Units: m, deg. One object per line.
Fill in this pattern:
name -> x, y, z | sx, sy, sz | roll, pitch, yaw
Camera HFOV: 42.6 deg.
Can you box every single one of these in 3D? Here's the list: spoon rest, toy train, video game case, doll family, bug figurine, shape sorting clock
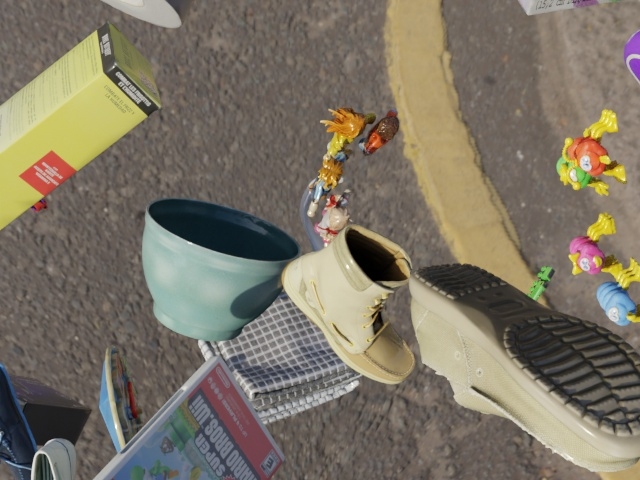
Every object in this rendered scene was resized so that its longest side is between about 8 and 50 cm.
spoon rest -> 0.000, 0.000, 1.660 | 0.084, 0.137, 0.277 | -1, 107, -10
toy train -> 0.364, 0.079, 1.372 | 0.017, 0.023, 0.083 | 40, 76, -27
video game case -> -0.177, 0.327, 1.146 | 0.285, 0.025, 0.204 | -46, 113, -44
doll family -> 0.029, -0.124, 1.339 | 0.118, 0.163, 0.263 | 28, 83, -5
bug figurine -> 0.351, -0.026, 1.053 | 0.072, 0.216, 0.279 | -13, 101, 9
shape sorting clock -> -0.280, 0.253, 1.199 | 0.040, 0.206, 0.206 | -18, 67, -6

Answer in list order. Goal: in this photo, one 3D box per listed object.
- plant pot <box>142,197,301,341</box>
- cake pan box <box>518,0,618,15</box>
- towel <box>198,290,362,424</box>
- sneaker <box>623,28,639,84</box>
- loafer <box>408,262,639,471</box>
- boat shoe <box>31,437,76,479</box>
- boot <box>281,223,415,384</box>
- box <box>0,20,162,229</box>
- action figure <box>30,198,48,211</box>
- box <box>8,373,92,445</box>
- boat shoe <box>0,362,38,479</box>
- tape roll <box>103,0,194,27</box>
plant pot -> -0.204, 0.064, 1.531 | 0.293, 0.293, 0.196 | 21, 106, 7
cake pan box -> 0.297, -0.318, 0.683 | 0.266, 0.246, 0.070 | -10, 54, -11
towel -> -0.079, 0.226, 1.672 | 0.283, 0.121, 0.235 | -14, 54, -27
sneaker -> 0.386, -0.088, 0.811 | 0.146, 0.102, 0.293 | -39, 69, -1
loafer -> 0.160, 0.102, 0.651 | 0.101, 0.092, 0.268 | -10, 25, -20
boat shoe -> -0.442, 0.441, 1.336 | 0.083, 0.076, 0.226 | -7, 88, 15
boot -> 0.083, 0.100, 1.229 | 0.262, 0.203, 0.095 | 47, 54, -6
box -> -0.243, -0.079, 0.684 | 0.232, 0.058, 0.087 | -35, 41, 8
action figure -> -0.615, -0.089, 1.740 | 0.038, 0.115, 0.030 | -44, 62, 1
box -> -0.664, 0.374, 1.828 | 0.184, 0.261, 0.103 | 25, 83, 20
boat shoe -> -0.586, 0.342, 1.484 | 0.089, 0.109, 0.258 | -24, 93, -39
tape roll -> -0.254, -0.350, 1.013 | 0.219, 0.219, 0.072 | 25, 86, 9
